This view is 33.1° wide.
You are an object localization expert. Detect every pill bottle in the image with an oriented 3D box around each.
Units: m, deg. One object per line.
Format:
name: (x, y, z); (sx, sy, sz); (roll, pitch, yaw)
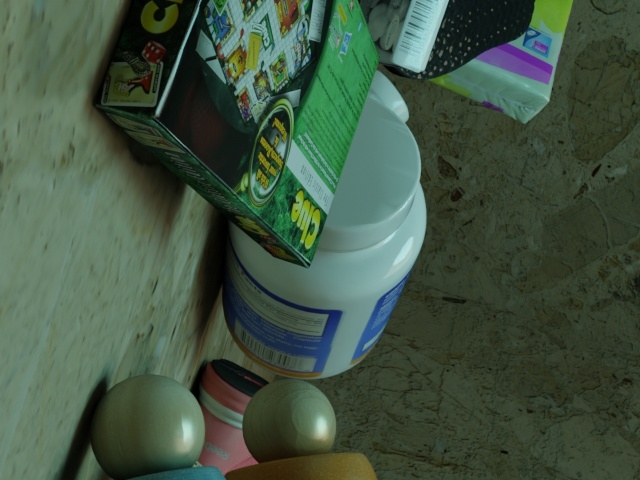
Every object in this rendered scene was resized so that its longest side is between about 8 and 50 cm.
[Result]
pill bottle: (0.000, 0.000, 0.858); (0.272, 0.152, 0.152); (105, 4, -63)

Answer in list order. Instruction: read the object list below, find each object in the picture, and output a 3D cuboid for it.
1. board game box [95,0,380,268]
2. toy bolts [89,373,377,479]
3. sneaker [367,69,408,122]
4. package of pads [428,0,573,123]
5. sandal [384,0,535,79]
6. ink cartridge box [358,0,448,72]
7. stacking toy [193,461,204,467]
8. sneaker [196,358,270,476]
board game box: (-0.022, -0.078, 0.508); (0.260, 0.030, 0.136); (50, 56, -72)
toy bolts: (-0.084, 0.165, 0.623); (0.228, 0.218, 0.159); (39, 38, -70)
sneaker: (0.009, -0.120, 1.269); (0.123, 0.106, 0.290); (-40, 179, -10)
package of pads: (0.212, -0.335, 1.566); (0.101, 0.296, 0.229); (133, -23, -64)
sandal: (0.143, -0.294, 1.341); (0.445, 0.107, 0.168); (-20, 117, -56)
ink cartridge box: (0.065, -0.277, 1.062); (0.208, 0.045, 0.206); (26, -81, 59)
stacking toy: (-0.036, 0.268, 0.777); (0.175, 0.302, 0.166); (-11, 146, -50)
sneaker: (-0.095, 0.205, 1.136); (0.136, 0.115, 0.314); (-61, 170, -6)
